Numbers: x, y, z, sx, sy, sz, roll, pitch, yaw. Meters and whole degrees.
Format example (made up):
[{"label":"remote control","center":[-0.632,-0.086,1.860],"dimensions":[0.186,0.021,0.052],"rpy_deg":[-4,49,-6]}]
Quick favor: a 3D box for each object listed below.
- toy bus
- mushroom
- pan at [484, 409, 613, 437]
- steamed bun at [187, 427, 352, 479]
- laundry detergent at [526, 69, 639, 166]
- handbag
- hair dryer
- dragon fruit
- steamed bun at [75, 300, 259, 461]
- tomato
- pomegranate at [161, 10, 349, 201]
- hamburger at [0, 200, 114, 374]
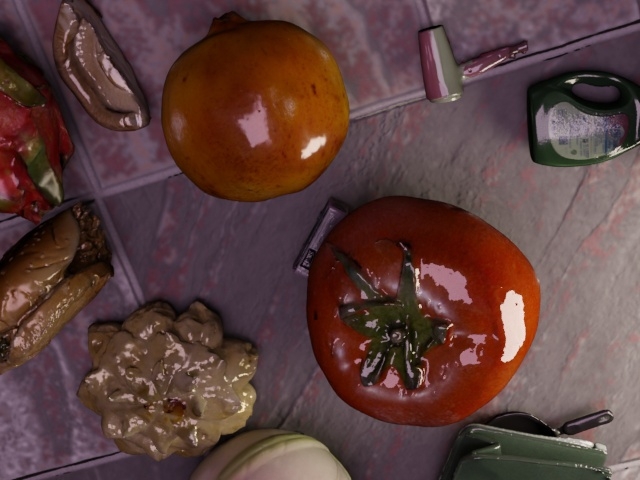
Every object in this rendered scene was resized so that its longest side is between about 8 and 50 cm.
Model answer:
[{"label":"toy bus","center":[0.000,0.000,1.621],"dimensions":[0.037,0.052,0.130],"rpy_deg":[26,110,-9]},{"label":"mushroom","center":[-0.323,-0.244,1.534],"dimensions":[0.094,0.072,0.209],"rpy_deg":[-30,103,11]},{"label":"pan","center":[0.362,0.319,1.736],"dimensions":[0.235,0.028,0.136],"rpy_deg":[-23,109,14]},{"label":"steamed bun","center":[-0.084,0.463,1.678],"dimensions":[0.309,0.309,0.309],"rpy_deg":[1,111,3]},{"label":"laundry detergent","center":[0.404,-0.178,1.527],"dimensions":[0.211,0.063,0.137],"rpy_deg":[-6,104,5]},{"label":"handbag","center":[0.319,0.424,1.731],"dimensions":[0.260,0.079,0.247],"rpy_deg":[10,122,-6]},{"label":"hair dryer","center":[0.219,-0.261,1.520],"dimensions":[0.154,0.054,0.106],"rpy_deg":[-11,106,-4]},{"label":"dragon fruit","center":[-0.477,-0.157,1.495],"dimensions":[0.237,0.231,0.302],"rpy_deg":[-37,116,3]},{"label":"steamed bun","center":[-0.252,0.238,1.683],"dimensions":[0.295,0.137,0.292],"rpy_deg":[39,111,-13]},{"label":"tomato","center":[0.139,0.092,1.540],"dimensions":[0.341,0.273,0.341],"rpy_deg":[6,110,16]},{"label":"pomegranate","center":[-0.093,-0.183,1.461],"dimensions":[0.264,0.264,0.264],"rpy_deg":[1,111,3]},{"label":"hamburger","center":[-0.418,0.076,1.573],"dimensions":[0.286,0.243,0.146],"rpy_deg":[-44,101,1]}]
